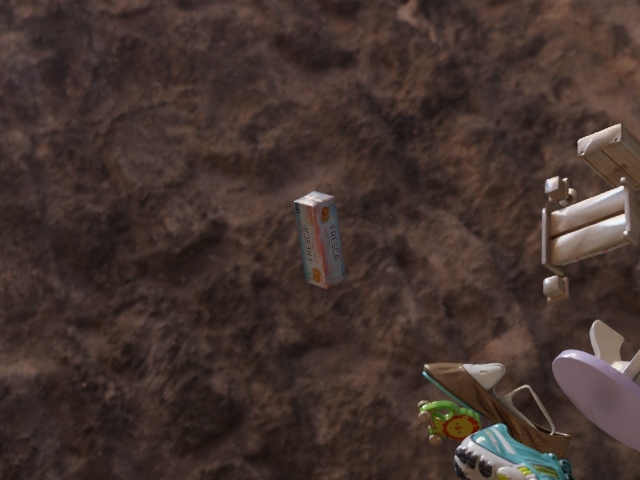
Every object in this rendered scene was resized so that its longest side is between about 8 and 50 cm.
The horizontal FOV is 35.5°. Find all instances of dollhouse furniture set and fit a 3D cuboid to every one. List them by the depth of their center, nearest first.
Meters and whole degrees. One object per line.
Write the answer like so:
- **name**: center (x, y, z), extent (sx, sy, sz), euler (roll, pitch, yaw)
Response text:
- **dollhouse furniture set**: center (0.621, -0.042, 2.007), extent (0.174, 0.303, 0.355), euler (32, -128, -33)

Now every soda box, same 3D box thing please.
- **soda box**: center (0.000, 0.000, 1.968), extent (0.063, 0.183, 0.058), euler (18, -145, 42)

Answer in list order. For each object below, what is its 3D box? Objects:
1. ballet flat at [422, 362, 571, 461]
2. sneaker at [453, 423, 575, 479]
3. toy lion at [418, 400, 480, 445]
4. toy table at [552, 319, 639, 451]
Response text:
- **ballet flat**: center (0.375, 0.335, 2.071), extent (0.342, 0.124, 0.116), euler (40, -172, 15)
- **sneaker**: center (0.310, 0.337, 1.358), extent (0.110, 0.107, 0.275), euler (-29, -135, -31)
- **toy lion**: center (0.227, 0.314, 1.736), extent (0.034, 0.096, 0.100), euler (-87, -24, -52)
- **toy table**: center (0.636, 0.294, 2.072), extent (0.274, 0.252, 0.161), euler (45, -119, 12)
